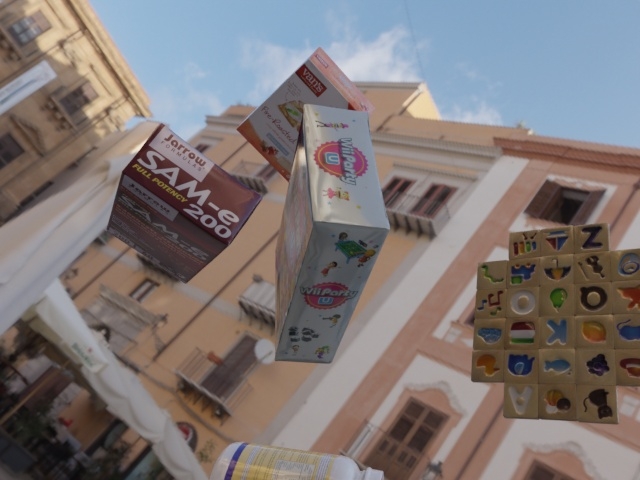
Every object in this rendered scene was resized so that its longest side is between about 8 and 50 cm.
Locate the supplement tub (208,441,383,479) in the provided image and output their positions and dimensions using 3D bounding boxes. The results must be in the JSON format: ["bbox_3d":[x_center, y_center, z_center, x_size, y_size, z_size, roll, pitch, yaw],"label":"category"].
[{"bbox_3d":[-0.047,0.547,1.191,0.330,0.241,0.241,4,-37,12],"label":"supplement tub"}]

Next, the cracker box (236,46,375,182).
[{"bbox_3d":[-0.032,-0.234,1.142,0.155,0.067,0.232,44,-50,-14],"label":"cracker box"}]

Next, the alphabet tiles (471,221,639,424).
[{"bbox_3d":[0.396,0.128,0.990,0.284,0.343,0.011,-8,-32,33],"label":"alphabet tiles"}]

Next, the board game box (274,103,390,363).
[{"bbox_3d":[0.000,0.000,0.838,0.097,0.224,0.304,5,-43,-11],"label":"board game box"}]

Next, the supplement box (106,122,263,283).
[{"bbox_3d":[-0.170,-0.029,0.695,0.130,0.073,0.239,36,-25,-11],"label":"supplement box"}]
